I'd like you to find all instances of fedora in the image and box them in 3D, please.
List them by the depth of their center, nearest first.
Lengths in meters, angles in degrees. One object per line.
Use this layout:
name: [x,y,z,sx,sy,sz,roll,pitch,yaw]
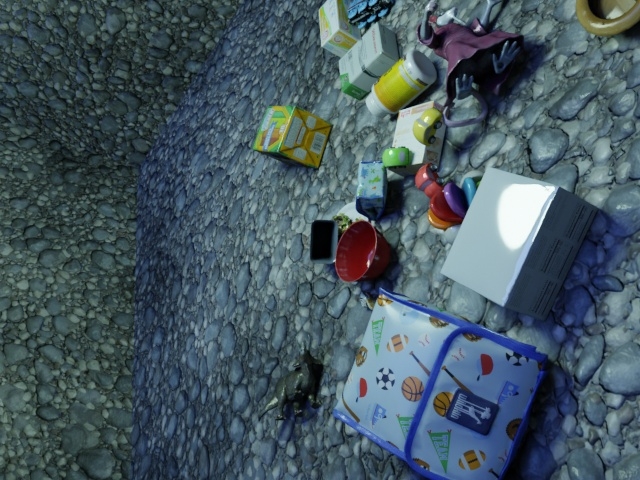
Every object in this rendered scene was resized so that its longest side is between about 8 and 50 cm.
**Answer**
fedora: [0.643,-0.519,1.301,0.194,0.079,0.195,-20,64,48]

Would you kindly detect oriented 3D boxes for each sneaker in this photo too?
sneaker: [0.137,0.180,1.738,0.083,0.031,0.037,-121,44,-56]

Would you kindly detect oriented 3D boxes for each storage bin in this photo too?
storage bin: [0.000,0.000,1.905,0.091,0.098,0.135,-137,49,-83]

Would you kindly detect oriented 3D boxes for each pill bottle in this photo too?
pill bottle: [0.236,-0.462,1.834,0.215,0.117,0.117,-36,46,41]

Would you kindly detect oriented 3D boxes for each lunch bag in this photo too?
lunch bag: [0.258,0.316,1.312,0.385,0.238,0.328,22,92,41]
lunch bag: [0.153,-0.144,1.792,0.096,0.151,0.129,1,67,13]

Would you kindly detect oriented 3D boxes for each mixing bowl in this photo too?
mixing bowl: [0.135,0.042,1.742,0.181,0.098,0.182,-32,49,45]

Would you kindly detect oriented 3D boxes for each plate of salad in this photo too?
plate of salad: [0.076,-0.028,1.912,0.199,0.048,0.200,-30,51,46]

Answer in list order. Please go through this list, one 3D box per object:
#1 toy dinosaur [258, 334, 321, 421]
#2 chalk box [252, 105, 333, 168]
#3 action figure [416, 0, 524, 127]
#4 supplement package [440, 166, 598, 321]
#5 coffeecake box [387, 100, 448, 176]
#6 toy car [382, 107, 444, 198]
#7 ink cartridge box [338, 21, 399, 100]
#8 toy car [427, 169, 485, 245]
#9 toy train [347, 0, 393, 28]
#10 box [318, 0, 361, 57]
toy dinosaur: [-0.080,0.453,1.864,0.314,0.121,0.160,-56,23,30]
chalk box: [-0.122,-0.384,2.264,0.289,0.179,0.180,17,88,57]
action figure: [0.387,-0.508,1.630,0.370,0.248,0.276,-112,16,-52]
supplement package: [0.417,0.003,1.306,0.204,0.145,0.262,32,100,56]
coffeecake box: [0.276,-0.286,1.730,0.142,0.068,0.186,-3,72,55]
toy car: [0.235,-0.225,1.639,0.225,0.053,0.239,2,95,55]
ink cartridge box: [0.161,-0.598,2.043,0.208,0.086,0.153,-36,46,43]
toy car: [0.337,-0.087,1.476,0.182,0.136,0.159,-38,45,40]
toy train: [0.173,-0.823,2.143,0.184,0.080,0.105,-15,49,44]
box: [0.071,-0.791,2.251,0.103,0.114,0.203,-35,48,42]
